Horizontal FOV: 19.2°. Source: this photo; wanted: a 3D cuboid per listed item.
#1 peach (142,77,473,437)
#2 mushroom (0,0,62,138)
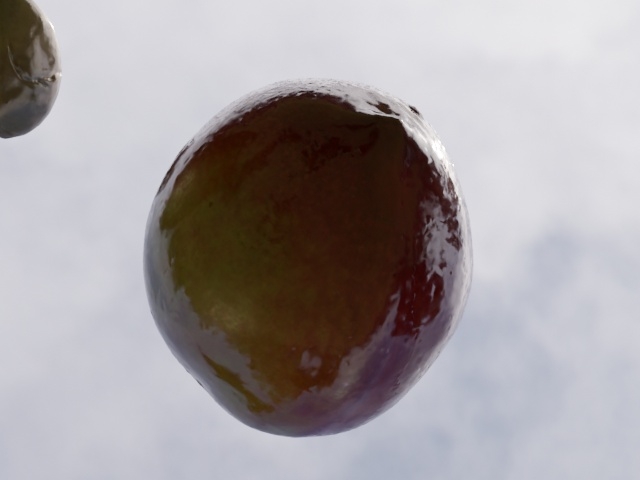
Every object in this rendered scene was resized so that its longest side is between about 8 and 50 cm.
[{"bbox_3d":[0.000,0.000,1.033,0.197,0.197,0.197,-4,-125,6],"label":"peach"},{"bbox_3d":[-0.354,-0.205,1.697,0.154,0.137,0.407,-35,-144,-20],"label":"mushroom"}]
